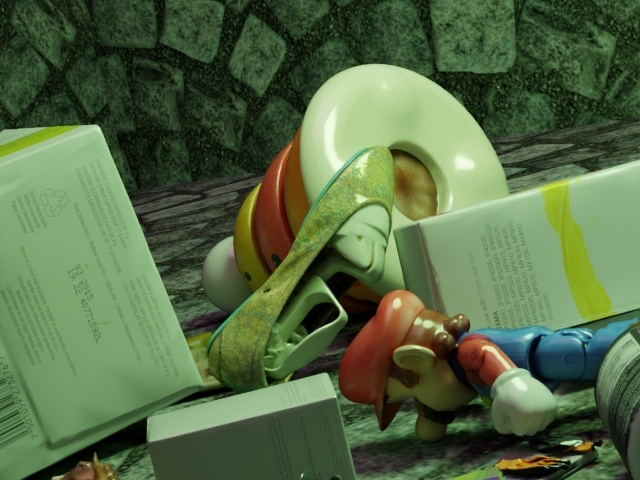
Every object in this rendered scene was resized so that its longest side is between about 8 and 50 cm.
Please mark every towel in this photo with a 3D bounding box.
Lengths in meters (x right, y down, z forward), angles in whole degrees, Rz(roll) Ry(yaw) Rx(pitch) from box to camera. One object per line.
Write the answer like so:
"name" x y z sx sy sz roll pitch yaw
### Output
"towel" 0.125 0.222 1.480 0.060 0.009 0.083 -18 17 17

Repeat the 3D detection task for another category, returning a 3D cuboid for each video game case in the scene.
"video game case" 0.177 0.207 1.539 0.122 0.011 0.087 -22 13 -42

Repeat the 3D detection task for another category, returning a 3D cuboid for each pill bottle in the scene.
"pill bottle" 0.297 0.135 1.425 0.130 0.130 0.245 -13 10 3

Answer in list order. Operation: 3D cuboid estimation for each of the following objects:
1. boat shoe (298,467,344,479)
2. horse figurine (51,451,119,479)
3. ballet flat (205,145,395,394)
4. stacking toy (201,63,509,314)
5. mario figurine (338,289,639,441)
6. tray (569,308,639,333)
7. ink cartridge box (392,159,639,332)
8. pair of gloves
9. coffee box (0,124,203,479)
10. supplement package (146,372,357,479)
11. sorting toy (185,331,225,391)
"boat shoe" -0.019 0.234 1.340 0.340 0.113 0.127 -11 9 12
"horse figurine" -0.226 0.271 1.572 0.174 0.066 0.263 -24 11 -24
"ballet flat" 0.006 0.046 2.062 0.348 0.123 0.123 -51 19 -10
"stacking toy" 0.000 0.000 2.411 0.350 0.350 0.480 -22 -6 -44
"mario figurine" 0.173 0.147 1.691 0.320 0.198 0.170 -1 57 20
"tray" 0.362 0.100 1.854 0.270 0.030 0.145 -15 9 -9
"ink cartridge box" 0.292 0.009 1.974 0.385 0.160 0.279 -15 -1 -4
"pair of gloves" 0.201 0.189 1.538 0.074 0.010 0.083 -5 12 42
"coffee box" -0.401 0.079 2.020 0.338 0.337 0.334 -26 14 -26
"supplement package" -0.064 0.203 1.620 0.179 0.105 0.105 -13 10 -3
"sorting toy" -0.154 0.149 2.260 0.229 0.041 0.307 -14 9 -2
